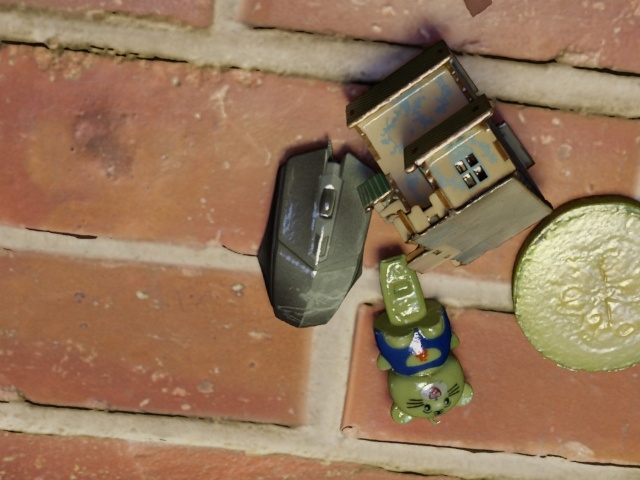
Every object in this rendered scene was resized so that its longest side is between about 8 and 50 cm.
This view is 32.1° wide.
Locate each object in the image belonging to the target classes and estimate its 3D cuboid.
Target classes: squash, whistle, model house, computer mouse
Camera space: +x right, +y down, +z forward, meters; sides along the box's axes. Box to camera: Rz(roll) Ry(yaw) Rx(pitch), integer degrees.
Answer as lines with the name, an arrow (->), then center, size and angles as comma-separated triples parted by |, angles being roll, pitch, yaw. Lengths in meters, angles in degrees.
squash -> 0.332, 0.055, 1.313 | 0.219, 0.041, 0.219 | 0, 112, 0
whistle -> 0.114, 0.121, 1.315 | 0.105, 0.085, 0.227 | -17, 111, -3
model house -> 0.118, -0.094, 1.178 | 0.178, 0.271, 0.206 | -33, 74, 16
computer mouse -> -0.002, 0.001, 1.271 | 0.126, 0.071, 0.231 | 12, 111, -5

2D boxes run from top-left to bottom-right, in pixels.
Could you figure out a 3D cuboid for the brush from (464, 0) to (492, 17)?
brush -> 0.099, -0.358, 1.132 | 0.084, 0.071, 0.301 | -30, 115, 8
